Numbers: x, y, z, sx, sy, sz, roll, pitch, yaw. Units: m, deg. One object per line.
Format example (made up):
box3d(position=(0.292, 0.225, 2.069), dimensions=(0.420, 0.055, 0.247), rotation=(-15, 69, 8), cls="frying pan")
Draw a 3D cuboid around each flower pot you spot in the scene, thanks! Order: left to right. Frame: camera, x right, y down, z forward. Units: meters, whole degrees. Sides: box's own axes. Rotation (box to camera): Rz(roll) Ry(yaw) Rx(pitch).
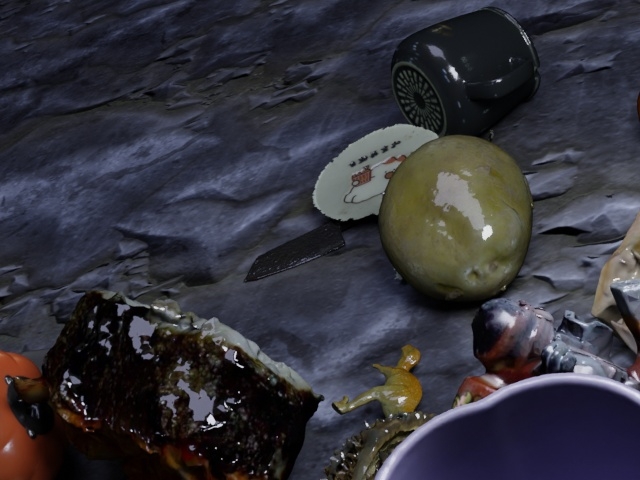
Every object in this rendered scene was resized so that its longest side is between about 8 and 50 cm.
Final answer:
box3d(position=(0.174, 0.269, 0.938), dimensions=(0.265, 0.243, 0.265), rotation=(-11, 45, 11), cls="flower pot")

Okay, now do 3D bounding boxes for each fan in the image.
box3d(position=(0.085, -0.049, 1.776), dimensions=(0.191, 0.009, 0.329), rotation=(-24, 36, 9), cls="fan")

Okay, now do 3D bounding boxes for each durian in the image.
box3d(position=(0.084, 0.248, 1.198), dimensions=(0.196, 0.167, 0.196), rotation=(-44, 19, 19), cls="durian")

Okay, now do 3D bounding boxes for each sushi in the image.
box3d(position=(-0.175, 0.164, 1.447), dimensions=(0.343, 0.196, 0.182), rotation=(12, 59, 41), cls="sushi")

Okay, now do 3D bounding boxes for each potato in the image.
box3d(position=(0.159, -0.025, 1.584), dimensions=(0.178, 0.160, 0.235), rotation=(-56, 35, 24), cls="potato")

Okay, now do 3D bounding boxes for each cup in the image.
box3d(position=(0.215, -0.225, 1.865), dimensions=(0.177, 0.169, 0.223), rotation=(-28, 20, -24), cls="cup")

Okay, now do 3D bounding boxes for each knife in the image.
box3d(position=(0.000, 0.000, 1.804), dimensions=(0.230, 0.028, 0.060), rotation=(-26, 41, 1), cls="knife")

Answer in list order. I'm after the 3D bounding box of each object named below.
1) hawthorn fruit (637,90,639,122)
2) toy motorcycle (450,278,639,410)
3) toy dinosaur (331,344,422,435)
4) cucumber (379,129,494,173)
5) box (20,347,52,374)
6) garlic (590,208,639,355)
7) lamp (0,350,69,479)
box3d(position=(0.431, -0.157, 1.682), dimensions=(0.081, 0.081, 0.093), rotation=(-9, 61, 28), cls="hawthorn fruit")
box3d(position=(0.261, 0.101, 1.110), dimensions=(0.401, 0.207, 0.134), rotation=(-26, 4, -6), cls="toy motorcycle")
box3d(position=(0.091, 0.169, 1.425), dimensions=(0.126, 0.039, 0.162), rotation=(-35, 31, -21), cls="toy dinosaur")
box3d(position=(0.161, -0.109, 1.843), dimensions=(0.163, 0.043, 0.039), rotation=(-15, 25, 11), cls="cucumber")
box3d(position=(-0.289, 0.174, 1.695), dimensions=(0.244, 0.055, 0.103), rotation=(-9, 32, 28), cls="box")
box3d(position=(0.425, 0.031, 1.281), dimensions=(0.325, 0.132, 0.279), rotation=(8, 60, 45), cls="garlic")
box3d(position=(-0.387, 0.222, 1.559), dimensions=(0.164, 0.187, 0.187), rotation=(-33, 23, 24), cls="lamp")
